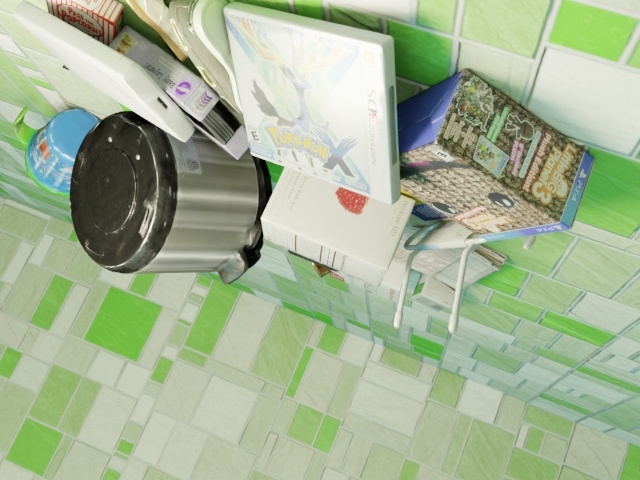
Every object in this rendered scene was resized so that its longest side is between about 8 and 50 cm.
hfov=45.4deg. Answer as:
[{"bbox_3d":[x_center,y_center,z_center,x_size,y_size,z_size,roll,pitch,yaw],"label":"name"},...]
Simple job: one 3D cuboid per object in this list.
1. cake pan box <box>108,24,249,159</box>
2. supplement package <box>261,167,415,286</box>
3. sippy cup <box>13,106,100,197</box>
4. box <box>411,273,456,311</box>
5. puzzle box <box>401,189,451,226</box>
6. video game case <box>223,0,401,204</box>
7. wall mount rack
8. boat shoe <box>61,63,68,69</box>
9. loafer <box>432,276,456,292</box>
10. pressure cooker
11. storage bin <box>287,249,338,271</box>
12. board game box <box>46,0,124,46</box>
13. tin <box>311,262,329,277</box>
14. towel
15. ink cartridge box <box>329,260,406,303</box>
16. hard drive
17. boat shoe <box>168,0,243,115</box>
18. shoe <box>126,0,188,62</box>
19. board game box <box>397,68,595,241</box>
[{"bbox_3d":[-0.275,-0.296,1.561,0.267,0.070,0.246,38,178,27],"label":"cake pan box"},{"bbox_3d":[0.037,-0.045,1.707,0.293,0.177,0.175,22,165,4],"label":"supplement package"},{"bbox_3d":[-0.725,-0.268,2.227,0.306,0.240,0.224,-4,168,-30],"label":"sippy cup"},{"bbox_3d":[0.343,0.151,2.284,0.102,0.087,0.101,26,165,-5],"label":"box"},{"bbox_3d":[0.112,-0.153,1.667,0.409,0.052,0.272,30,163,-23],"label":"puzzle box"},{"bbox_3d":[-0.013,-0.232,1.293,0.329,0.036,0.300,23,138,32],"label":"video game case"},{"bbox_3d":[0.287,0.052,1.636,0.130,0.304,0.350,56,156,-12],"label":"wall mount rack"},{"bbox_3d":[-0.566,-0.418,1.772,0.042,0.049,0.133,39,156,-22],"label":"boat shoe"},{"bbox_3d":[0.357,0.110,2.219,0.125,0.039,0.045,26,165,-10],"label":"loafer"},{"bbox_3d":[-0.316,-0.098,1.788,0.376,0.369,0.420,17,-169,40],"label":"pressure cooker"},{"bbox_3d":[0.000,0.000,2.212,0.180,0.122,0.084,21,165,8],"label":"storage bin"},{"bbox_3d":[-0.472,-0.449,1.538,0.147,0.045,0.193,26,164,-9],"label":"board game box"},{"bbox_3d":[-0.028,0.026,2.332,0.189,0.040,0.106,63,171,-18],"label":"tin"},{"bbox_3d":[0.291,0.032,2.031,0.317,0.053,0.332,25,164,-3],"label":"towel"},{"bbox_3d":[0.151,0.089,2.334,0.237,0.100,0.172,22,165,10],"label":"ink cartridge box"},{"bbox_3d":[-0.427,-0.335,1.516,0.353,0.047,0.233,32,171,29],"label":"hard drive"},{"bbox_3d":[-0.173,-0.329,1.401,0.091,0.109,0.305,16,157,29],"label":"boat shoe"},{"bbox_3d":[-0.300,-0.418,1.392,0.076,0.058,0.219,52,-177,42],"label":"shoe"},{"bbox_3d":[0.274,-0.134,1.327,0.291,0.141,0.232,29,164,-18],"label":"board game box"}]
